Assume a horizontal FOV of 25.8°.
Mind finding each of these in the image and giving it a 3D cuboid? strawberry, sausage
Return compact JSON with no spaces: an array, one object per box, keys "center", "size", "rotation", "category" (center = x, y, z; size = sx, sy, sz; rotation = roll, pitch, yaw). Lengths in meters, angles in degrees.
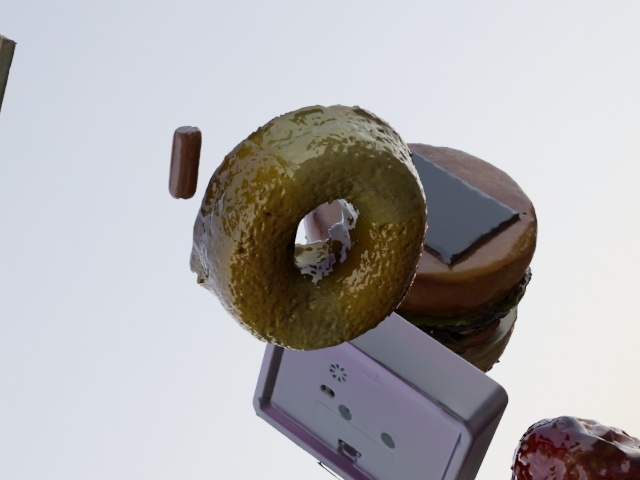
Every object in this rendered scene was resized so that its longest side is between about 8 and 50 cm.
[{"center":[0.234,0.228,1.150],"size":[0.205,0.205,0.244],"rotation":[-48,-49,-21],"category":"strawberry"},{"center":[-0.148,-0.084,1.532],"size":[0.034,0.034,0.083],"rotation":[-25,-52,-53],"category":"sausage"}]

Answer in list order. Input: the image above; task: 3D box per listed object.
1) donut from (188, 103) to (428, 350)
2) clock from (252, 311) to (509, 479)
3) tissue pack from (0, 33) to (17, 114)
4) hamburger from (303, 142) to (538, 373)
[{"center":[-0.001,0.000,0.997],"size":[0.174,0.075,0.190],"rotation":[14,-61,-28],"category":"donut"},{"center":[0.045,0.135,1.160],"size":[0.063,0.197,0.150],"rotation":[-37,-28,-42],"category":"clock"},{"center":[-0.461,-0.137,1.664],"size":[0.159,0.125,0.234],"rotation":[-27,48,48],"category":"tissue pack"},{"center":[0.104,0.038,1.578],"size":[0.291,0.291,0.225],"rotation":[-34,-36,-44],"category":"hamburger"}]
